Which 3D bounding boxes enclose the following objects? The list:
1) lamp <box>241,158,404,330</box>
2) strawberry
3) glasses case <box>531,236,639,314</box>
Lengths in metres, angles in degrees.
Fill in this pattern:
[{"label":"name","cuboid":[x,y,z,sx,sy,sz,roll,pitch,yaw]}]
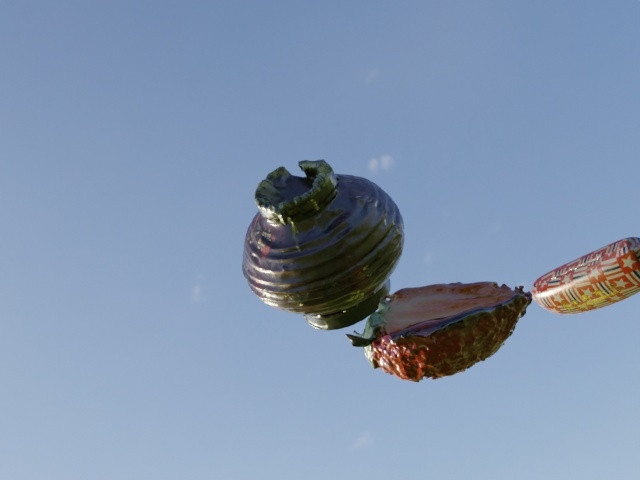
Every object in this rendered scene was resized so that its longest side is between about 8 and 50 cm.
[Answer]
[{"label":"lamp","cuboid":[0.000,0.000,1.357,0.247,0.247,0.247,-20,-34,-14]},{"label":"strawberry","cuboid":[0.128,0.101,1.047,0.192,0.140,0.085,-21,-71,-29]},{"label":"glasses case","cuboid":[0.350,0.055,1.214,0.073,0.049,0.194,32,-33,-15]}]
